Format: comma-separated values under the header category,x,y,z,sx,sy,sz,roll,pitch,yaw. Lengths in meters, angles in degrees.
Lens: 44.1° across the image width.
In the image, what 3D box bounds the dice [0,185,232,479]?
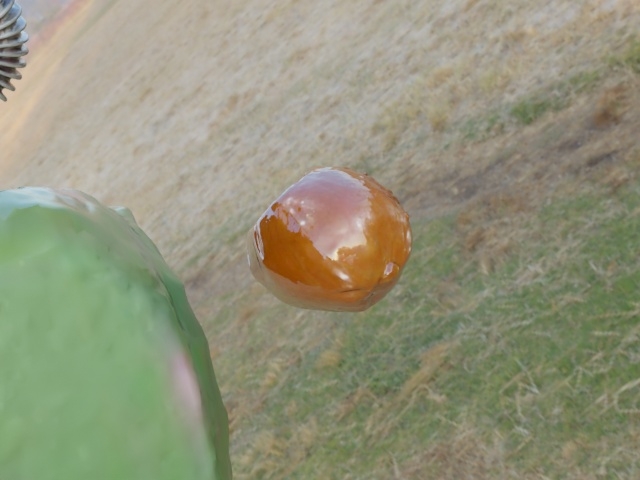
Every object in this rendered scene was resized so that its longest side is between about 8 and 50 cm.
category,x,y,z,sx,sy,sz,roll,pitch,yaw
dice,-0.254,0.147,0.446,0.318,0.322,0.330,-7,3,45

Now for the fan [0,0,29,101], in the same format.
category,x,y,z,sx,sy,sz,roll,pitch,yaw
fan,-0.298,-0.176,0.520,0.130,0.244,0.074,-46,50,-12

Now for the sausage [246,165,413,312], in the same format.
category,x,y,z,sx,sy,sz,roll,pitch,yaw
sausage,0.000,0.000,0.476,0.089,0.089,0.179,-49,7,-12
